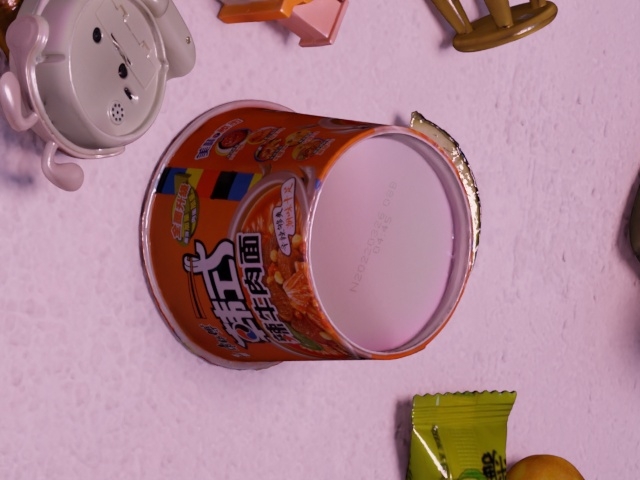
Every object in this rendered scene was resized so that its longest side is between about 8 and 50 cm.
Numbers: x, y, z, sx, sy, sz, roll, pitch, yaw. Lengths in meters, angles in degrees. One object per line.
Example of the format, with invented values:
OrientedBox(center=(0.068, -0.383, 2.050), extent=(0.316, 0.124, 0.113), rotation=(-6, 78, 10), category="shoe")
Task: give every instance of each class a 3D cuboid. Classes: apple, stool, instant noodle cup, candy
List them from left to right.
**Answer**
OrientedBox(center=(0.000, 0.000, 1.353), extent=(0.250, 0.192, 0.250), rotation=(-3, 95, -41), category="instant noodle cup")
OrientedBox(center=(0.132, 0.271, 1.564), extent=(0.149, 0.069, 0.246), rotation=(6, 89, -43), category="candy")
OrientedBox(center=(0.167, -0.256, 1.542), extent=(0.134, 0.135, 0.110), rotation=(-82, 152, -72), category="stool")
OrientedBox(center=(0.239, 0.281, 1.638), extent=(0.114, 0.099, 0.102), rotation=(33, 68, -33), category="apple")

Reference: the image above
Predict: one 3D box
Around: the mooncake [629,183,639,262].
OrientedBox(center=(0.521, -0.008, 1.700), extent=(0.187, 0.351, 0.351), rotation=(36, 69, -36), category="mooncake")

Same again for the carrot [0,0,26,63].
OrientedBox(center=(-0.257, -0.195, 1.224), extent=(0.042, 0.042, 0.171), rotation=(-38, 119, -33), category="carrot")

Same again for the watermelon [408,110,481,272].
OrientedBox(center=(0.095, 0.000, 1.530), extent=(0.119, 0.063, 0.245), rotation=(15, 87, -28), category="watermelon")

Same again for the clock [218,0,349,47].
OrientedBox(center=(-0.052, -0.299, 1.350), extent=(0.255, 0.106, 0.220), rotation=(32, 72, -38), category="clock")

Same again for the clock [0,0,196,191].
OrientedBox(center=(-0.182, -0.139, 1.243), extent=(0.151, 0.062, 0.191), rotation=(59, 44, -40), category="clock")
